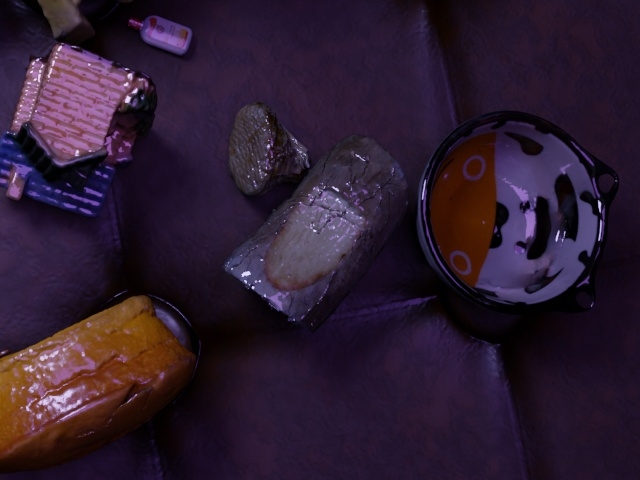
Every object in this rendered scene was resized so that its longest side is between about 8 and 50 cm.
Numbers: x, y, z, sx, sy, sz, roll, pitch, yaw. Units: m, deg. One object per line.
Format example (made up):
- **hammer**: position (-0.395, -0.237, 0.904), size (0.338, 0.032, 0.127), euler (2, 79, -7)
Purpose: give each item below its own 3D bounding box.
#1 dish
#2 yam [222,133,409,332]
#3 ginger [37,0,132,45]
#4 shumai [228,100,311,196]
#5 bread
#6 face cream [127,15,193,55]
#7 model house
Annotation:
- **dish**: position (0.244, -0.030, 1.581), size (0.303, 0.120, 0.303), euler (2, 82, -19)
- **yam**: position (0.000, 0.000, 1.481), size (0.154, 0.154, 0.254), euler (43, 69, -9)
- **ginger**: position (-0.221, -0.390, 1.340), size (0.358, 0.413, 0.211), euler (13, 66, -29)
- **shumai**: position (-0.060, -0.116, 1.509), size (0.087, 0.099, 0.123), euler (4, 83, -35)
- **bread**: position (-0.276, 0.172, 1.339), size (0.270, 0.195, 0.142), euler (-28, 83, -23)
- **face cream**: position (-0.208, -0.268, 1.507), size (0.083, 0.021, 0.040), euler (18, 77, -16)
- **model house**: position (-0.293, -0.116, 1.373), size (0.166, 0.183, 0.172), euler (23, 74, -14)
